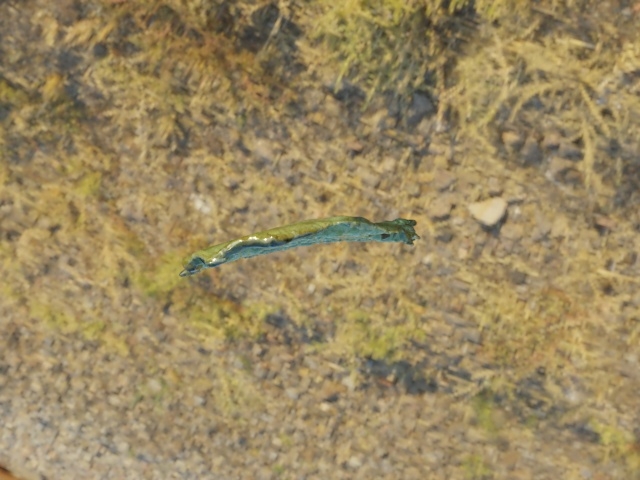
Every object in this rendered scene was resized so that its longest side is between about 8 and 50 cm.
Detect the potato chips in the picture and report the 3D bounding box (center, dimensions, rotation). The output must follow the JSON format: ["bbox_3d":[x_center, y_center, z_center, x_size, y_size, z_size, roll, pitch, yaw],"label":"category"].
[{"bbox_3d":[0.000,0.001,0.678,0.208,0.028,0.092,-8,176,-26],"label":"potato chips"}]
